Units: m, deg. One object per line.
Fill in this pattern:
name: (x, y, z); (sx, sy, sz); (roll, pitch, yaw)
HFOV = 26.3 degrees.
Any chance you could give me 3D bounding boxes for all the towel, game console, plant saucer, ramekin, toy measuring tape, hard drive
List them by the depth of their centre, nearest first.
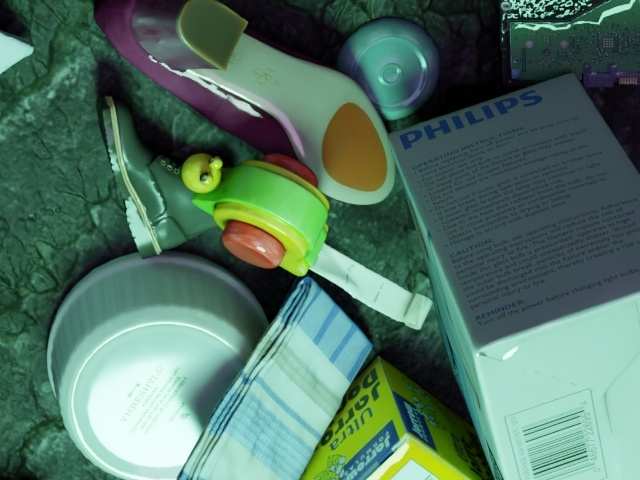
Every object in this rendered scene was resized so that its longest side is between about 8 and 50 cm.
hard drive: (0.302, -0.323, 1.418); (0.236, 0.064, 0.339); (1, 121, 14)
toy measuring tape: (0.000, 0.000, 1.446); (0.330, 0.121, 0.121); (31, 105, -18)
plant saucer: (0.077, -0.187, 1.524); (0.119, 0.021, 0.119); (-3, 114, -7)
towel: (-0.043, 0.197, 1.550); (0.285, 0.034, 0.209); (-59, 145, -15)
game console: (0.213, -0.131, 1.573); (0.107, 0.071, 0.122); (-27, 119, -29)
ramekin: (-0.181, 0.158, 1.577); (0.272, 0.127, 0.273); (-3, 114, -7)

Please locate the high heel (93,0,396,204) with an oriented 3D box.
high heel: (-0.073, -0.161, 1.501); (0.377, 0.181, 0.127); (42, 73, -38)

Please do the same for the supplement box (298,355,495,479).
supplement box: (0.148, 0.343, 1.667); (0.356, 0.195, 0.194); (39, 103, -21)

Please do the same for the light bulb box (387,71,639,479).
light bulb box: (0.246, 0.082, 1.441); (0.225, 0.361, 0.358); (-18, 128, 0)

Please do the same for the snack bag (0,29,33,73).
snack bag: (-0.475, -0.122, 1.329); (0.323, 0.342, 0.037); (-37, 77, 11)

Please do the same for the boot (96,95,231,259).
boot: (-0.161, -0.086, 1.513); (0.137, 0.077, 0.198); (-17, 128, -5)
